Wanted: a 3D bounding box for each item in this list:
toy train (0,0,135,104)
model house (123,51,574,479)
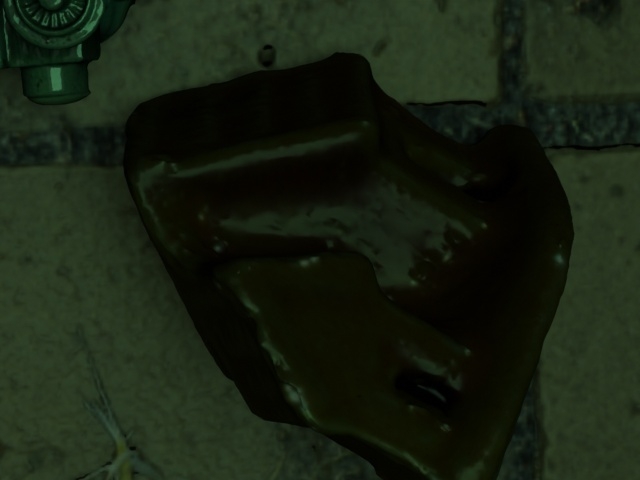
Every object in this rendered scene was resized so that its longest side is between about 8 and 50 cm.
[{"bbox_3d":[-0.188,-0.195,0.978,0.159,0.101,0.248,-4,97,2],"label":"toy train"},{"bbox_3d":[0.003,0.000,0.983,0.239,0.268,0.173,29,108,-14],"label":"model house"}]
